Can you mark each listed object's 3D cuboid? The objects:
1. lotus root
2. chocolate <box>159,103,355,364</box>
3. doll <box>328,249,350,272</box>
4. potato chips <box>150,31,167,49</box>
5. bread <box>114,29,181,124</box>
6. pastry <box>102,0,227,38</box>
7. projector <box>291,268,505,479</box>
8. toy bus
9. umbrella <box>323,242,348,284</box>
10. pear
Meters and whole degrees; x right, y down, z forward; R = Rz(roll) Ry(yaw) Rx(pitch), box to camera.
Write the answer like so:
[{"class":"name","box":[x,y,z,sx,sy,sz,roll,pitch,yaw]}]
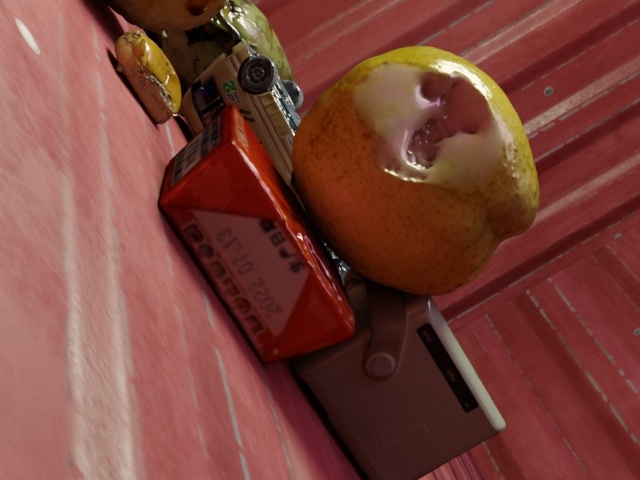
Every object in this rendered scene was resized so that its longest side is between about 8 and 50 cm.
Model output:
[{"class":"lotus root","box":[-0.125,-0.233,1.750,0.309,0.173,0.173,63,1,-41]},{"class":"chocolate","box":[-0.069,-0.008,1.221,0.234,0.108,0.237,59,5,-16]},{"class":"doll","box":[0.000,0.000,1.731,0.228,0.154,0.258,21,13,-23]},{"class":"potato chips","box":[-0.245,-0.347,1.861,0.208,0.062,0.195,57,-1,-18]},{"class":"bread","box":[-0.200,-0.195,1.365,0.072,0.053,0.106,-110,174,-53]},{"class":"pastry","box":[-0.227,-0.381,1.446,0.237,0.170,0.256,-15,-81,59]},{"class":"projector","box":[0.079,0.151,1.366,0.242,0.177,0.163,59,2,-22]},{"class":"toy bus","box":[-0.073,-0.111,1.575,0.289,0.157,0.139,62,9,14]},{"class":"umbrella","box":[0.021,0.095,1.539,0.272,0.110,0.122,53,7,-51]},{"class":"pear","box":[0.105,-0.072,1.262,0.271,0.271,0.271,59,4,-7]}]
